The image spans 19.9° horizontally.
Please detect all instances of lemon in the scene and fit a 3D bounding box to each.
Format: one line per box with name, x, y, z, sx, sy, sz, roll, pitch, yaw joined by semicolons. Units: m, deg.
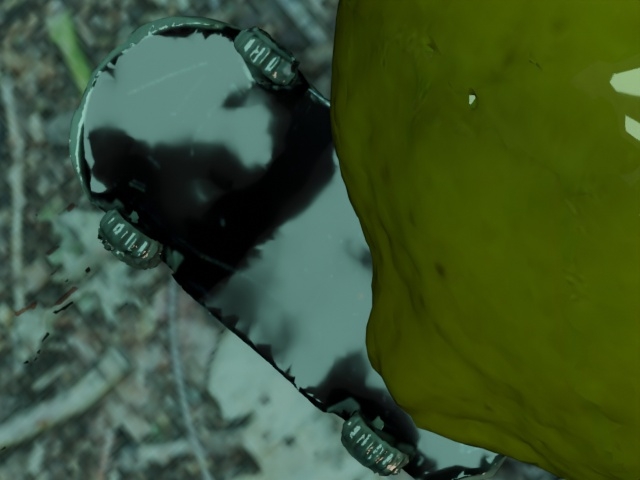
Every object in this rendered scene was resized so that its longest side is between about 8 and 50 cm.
lemon;0.142;-0.053;0.501;0.310;0.253;0.253;-40;76;-10

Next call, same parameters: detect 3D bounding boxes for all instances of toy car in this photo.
toy car;0.000;0.000;0.647;0.205;0.056;0.095;40;100;15
